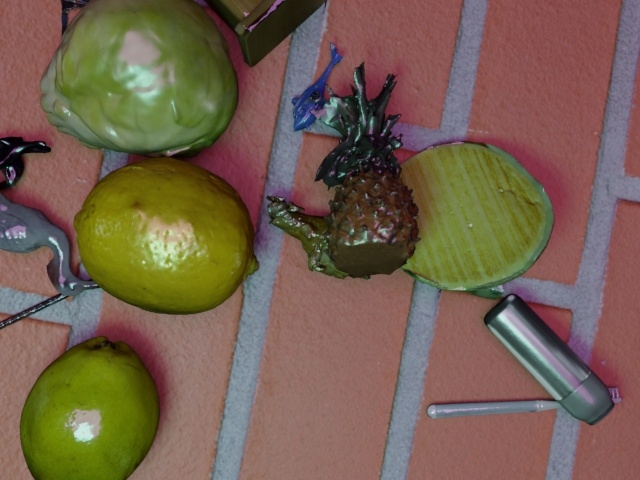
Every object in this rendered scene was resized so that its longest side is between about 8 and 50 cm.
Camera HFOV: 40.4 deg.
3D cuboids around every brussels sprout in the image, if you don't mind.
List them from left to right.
[{"bbox_3d":[-0.288,-0.274,1.408,0.317,0.242,0.273,9,111,2],"label":"brussels sprout"}]

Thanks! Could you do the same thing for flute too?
[{"bbox_3d":[-0.496,0.122,1.476,0.270,0.014,0.014,-26,88,-4],"label":"flute"}]

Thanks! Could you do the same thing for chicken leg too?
[{"bbox_3d":[0.000,0.000,1.473,0.228,0.088,0.103,24,98,-5],"label":"chicken leg"}]

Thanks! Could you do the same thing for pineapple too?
[{"bbox_3d":[0.069,-0.119,1.416,0.166,0.165,0.364,-3,60,-3],"label":"pineapple"}]

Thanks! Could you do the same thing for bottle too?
[{"bbox_3d":[0.391,0.199,1.479,0.253,0.096,0.079,47,130,8],"label":"bottle"}]

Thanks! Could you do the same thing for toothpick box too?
[{"bbox_3d":[-0.155,-0.478,1.449,0.187,0.190,0.308,-43,86,-3],"label":"toothpick box"}]

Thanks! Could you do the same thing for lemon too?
[{"bbox_3d":[-0.245,-0.007,1.381,0.284,0.260,0.260,25,85,21],"label":"lemon"}]

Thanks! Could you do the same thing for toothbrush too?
[{"bbox_3d":[0.354,0.283,1.506,0.342,0.025,0.030,-5,80,-4],"label":"toothbrush"}]

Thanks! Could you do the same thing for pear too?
[{"bbox_3d":[-0.366,0.287,1.379,0.212,0.212,0.269,15,91,-2],"label":"pear"}]

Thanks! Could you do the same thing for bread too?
[{"bbox_3d":[0.234,-0.038,1.454,0.302,0.045,0.301,-4,58,7],"label":"bread"}]

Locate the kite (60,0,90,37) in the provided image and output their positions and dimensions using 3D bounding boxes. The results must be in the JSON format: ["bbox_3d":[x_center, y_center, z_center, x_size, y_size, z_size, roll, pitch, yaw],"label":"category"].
[{"bbox_3d":[-0.397,-0.399,1.509,0.152,0.015,0.285,1,87,-3],"label":"kite"}]

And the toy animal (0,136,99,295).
[{"bbox_3d":[-0.492,-0.021,1.445,0.195,0.090,0.324,-28,87,-4],"label":"toy animal"}]

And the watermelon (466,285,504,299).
[{"bbox_3d":[0.287,0.038,1.483,0.158,0.098,0.121,-40,97,-16],"label":"watermelon"}]

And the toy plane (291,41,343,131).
[{"bbox_3d":[-0.007,-0.263,1.509,0.062,0.054,0.167,28,86,24],"label":"toy plane"}]
